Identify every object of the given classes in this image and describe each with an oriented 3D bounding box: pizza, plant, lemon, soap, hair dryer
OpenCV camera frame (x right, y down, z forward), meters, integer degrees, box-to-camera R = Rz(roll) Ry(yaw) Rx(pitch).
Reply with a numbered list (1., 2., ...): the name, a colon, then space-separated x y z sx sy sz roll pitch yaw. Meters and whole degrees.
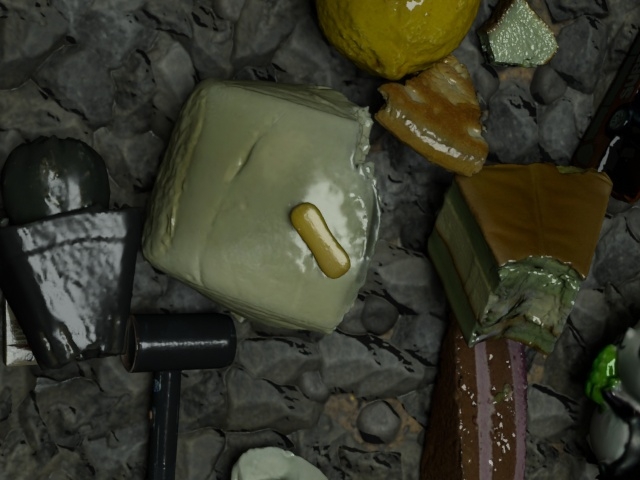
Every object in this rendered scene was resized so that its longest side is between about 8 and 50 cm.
1. pizza: 0.136 -0.163 1.783 0.154 0.194 0.069 29 128 -7
2. plant: -0.283 0.012 1.610 0.164 0.142 0.256 -7 88 -23
3. lemon: 0.092 -0.308 1.705 0.204 0.204 0.260 20 68 -23
4. soap: 0.000 0.000 1.537 0.034 0.012 0.089 -31 99 5
5. hair dryer: -0.170 0.208 1.735 0.128 0.070 0.255 -2 104 -23

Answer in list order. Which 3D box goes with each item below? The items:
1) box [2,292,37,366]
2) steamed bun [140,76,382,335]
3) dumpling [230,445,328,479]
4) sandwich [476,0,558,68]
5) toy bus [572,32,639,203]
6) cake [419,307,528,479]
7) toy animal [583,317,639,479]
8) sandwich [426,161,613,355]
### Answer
1. box: -0.335 0.100 1.666 0.053 0.024 0.083 -3 95 -23
2. steamed bun: -0.043 -0.046 1.646 0.274 0.272 0.290 10 88 -23
3. dumpling: -0.028 0.369 1.787 0.179 0.131 0.252 -14 79 -41
4. sandwich: 0.252 -0.254 1.872 0.105 0.036 0.093 39 79 -23
5. toy bus: 0.465 -0.242 1.932 0.093 0.092 0.408 32 83 -21
6. cake: 0.200 0.218 1.884 0.116 0.113 0.295 11 79 -29
7. toy animal: 0.451 0.206 1.914 0.213 0.212 0.266 2 99 -23
8. sandwich: 0.275 0.025 1.794 0.227 0.198 0.155 -4 138 -20
